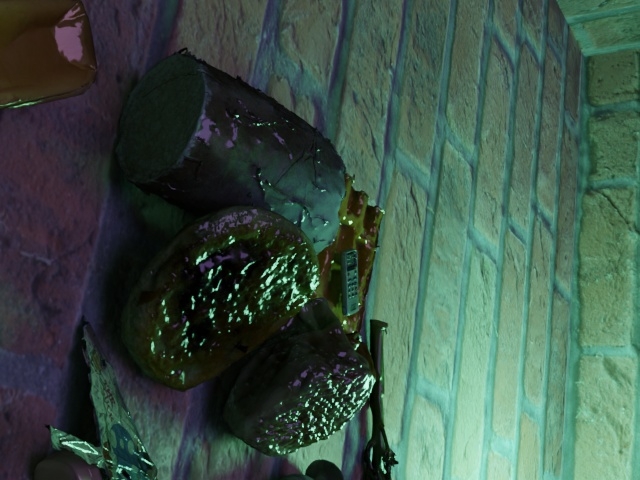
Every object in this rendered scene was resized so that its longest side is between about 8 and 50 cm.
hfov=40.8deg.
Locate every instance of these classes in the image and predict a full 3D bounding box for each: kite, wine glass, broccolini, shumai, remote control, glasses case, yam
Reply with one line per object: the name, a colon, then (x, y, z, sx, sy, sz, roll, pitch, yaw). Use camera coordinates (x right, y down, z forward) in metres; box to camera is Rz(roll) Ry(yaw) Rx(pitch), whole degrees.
kite: (-0.262, 0.287, 1.099, 0.368, 0.014, 0.406, 68, 7, -65)
wine glass: (-0.042, 0.450, 1.493, 0.202, 0.093, 0.093, -4, 90, -59)
broccolini: (0.130, 0.362, 1.795, 0.079, 0.074, 0.392, 5, 84, -65)
shumai: (-0.067, 0.228, 1.449, 0.261, 0.222, 0.225, -26, 142, -25)
remote control: (0.054, 0.078, 1.622, 0.053, 0.018, 0.124, -12, 102, -58)
glasses case: (-0.305, 0.360, 1.079, 0.050, 0.083, 0.196, -20, 105, -59)
yam: (-0.130, -0.117, 1.293, 0.348, 0.241, 0.241, 30, 62, -51)

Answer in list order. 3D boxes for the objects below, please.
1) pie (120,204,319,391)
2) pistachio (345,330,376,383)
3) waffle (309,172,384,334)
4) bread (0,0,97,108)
pie: (-0.138, 0.081, 1.242, 0.323, 0.070, 0.323, -25, 139, -24)
pistachio: (0.043, 0.254, 1.618, 0.165, 0.130, 0.210, -50, 149, -22)
waffle: (0.001, 0.000, 1.623, 0.348, 0.077, 0.304, 44, 52, -48)
bread: (-0.378, -0.217, 0.994, 0.241, 0.107, 0.136, -31, 116, -55)
